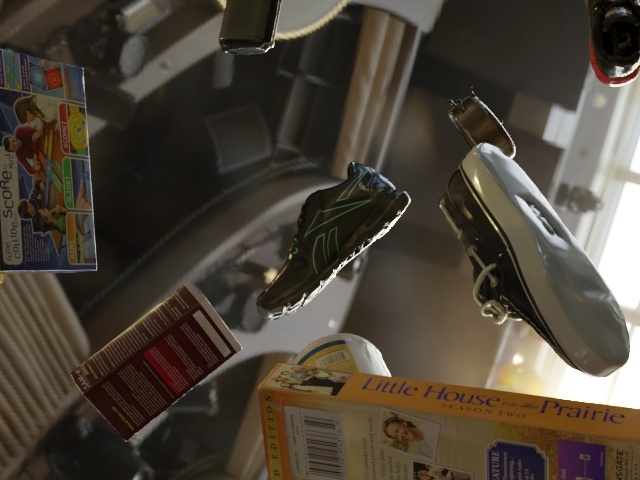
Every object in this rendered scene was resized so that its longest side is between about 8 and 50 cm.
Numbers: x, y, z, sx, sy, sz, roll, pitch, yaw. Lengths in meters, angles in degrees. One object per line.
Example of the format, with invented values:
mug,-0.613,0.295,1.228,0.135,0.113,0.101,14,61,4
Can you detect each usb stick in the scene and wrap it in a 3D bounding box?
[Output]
usb stick,-0.063,-0.348,1.271,0.045,0.077,0.278,16,-98,-47

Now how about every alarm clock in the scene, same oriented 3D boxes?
alarm clock,0.289,-0.169,1.881,0.064,0.192,0.129,-35,8,3

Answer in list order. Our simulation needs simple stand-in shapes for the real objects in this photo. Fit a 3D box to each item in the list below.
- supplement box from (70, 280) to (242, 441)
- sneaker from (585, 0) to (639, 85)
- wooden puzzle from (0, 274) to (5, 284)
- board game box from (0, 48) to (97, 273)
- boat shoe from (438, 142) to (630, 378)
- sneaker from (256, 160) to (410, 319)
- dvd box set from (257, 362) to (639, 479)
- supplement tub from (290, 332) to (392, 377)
supplement box,-0.259,0.191,1.756,0.239,0.073,0.130,-38,-53,-10
sneaker,0.494,-0.404,1.867,0.135,0.097,0.276,-4,-95,-83
wooden puzzle,-0.369,-0.095,1.144,0.322,0.080,0.348,-104,18,-50
board game box,-0.269,-0.070,1.022,0.136,0.035,0.201,3,-99,-62
boat shoe,0.204,0.034,1.135,0.113,0.306,0.105,11,-51,-41
sneaker,0.000,0.000,1.502,0.267,0.106,0.101,-43,-4,-21
dvd box set,0.150,0.290,1.110,0.062,0.420,0.308,-45,-46,-57
supplement tub,0.042,0.237,1.488,0.144,0.200,0.144,-8,-55,-12
